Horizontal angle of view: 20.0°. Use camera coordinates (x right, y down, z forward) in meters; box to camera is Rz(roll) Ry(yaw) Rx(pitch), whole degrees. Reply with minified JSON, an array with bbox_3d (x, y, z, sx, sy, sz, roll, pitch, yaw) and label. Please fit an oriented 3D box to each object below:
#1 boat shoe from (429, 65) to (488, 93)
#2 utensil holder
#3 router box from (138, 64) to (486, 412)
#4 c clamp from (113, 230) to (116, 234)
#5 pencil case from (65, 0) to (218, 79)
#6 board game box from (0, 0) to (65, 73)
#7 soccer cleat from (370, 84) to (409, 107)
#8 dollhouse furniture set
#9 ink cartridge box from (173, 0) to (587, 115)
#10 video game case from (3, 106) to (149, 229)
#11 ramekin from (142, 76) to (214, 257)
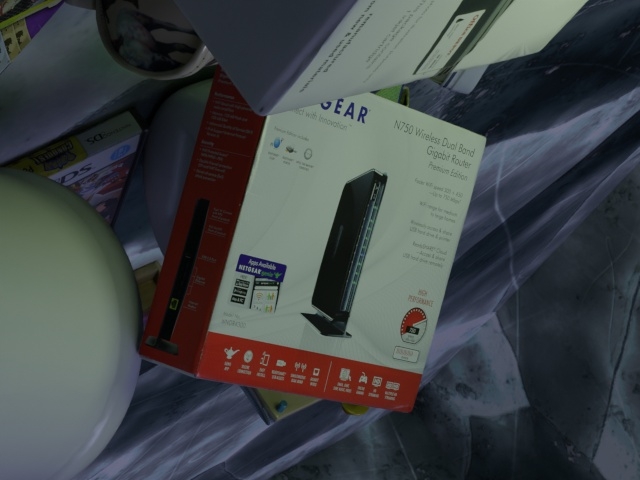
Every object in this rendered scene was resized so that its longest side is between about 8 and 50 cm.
[{"bbox_3d":[0.179,-0.283,2.143,0.094,0.109,0.302,13,140,-10],"label":"boat shoe"},{"bbox_3d":[-0.385,0.077,1.582,0.328,0.327,0.385,-39,162,14],"label":"utensil holder"},{"bbox_3d":[0.000,0.000,1.779,0.335,0.082,0.301,14,91,-49],"label":"router box"},{"bbox_3d":[-0.296,0.035,2.106,0.161,0.022,0.137,-35,162,9],"label":"c clamp"},{"bbox_3d":[-0.027,-0.255,1.657,0.410,0.183,0.159,-20,130,-47],"label":"pencil case"},{"bbox_3d":[-0.264,-0.219,1.340,0.208,0.056,0.347,-46,168,-10],"label":"board game box"},{"bbox_3d":[0.076,-0.143,2.367,0.121,0.093,0.289,-41,166,-6],"label":"soccer cleat"},{"bbox_3d":[-0.116,0.170,2.494,0.286,0.303,0.198,-25,161,-36],"label":"dollhouse furniture set"},{"bbox_3d":[0.038,-0.282,1.459,0.395,0.285,0.166,-19,157,-50],"label":"ink cartridge box"},{"bbox_3d":[-0.319,-0.018,1.981,0.248,0.035,0.275,-28,164,-27],"label":"video game case"},{"bbox_3d":[-0.075,-0.054,1.967,0.135,0.277,0.277,-16,157,-35],"label":"ramekin"}]
